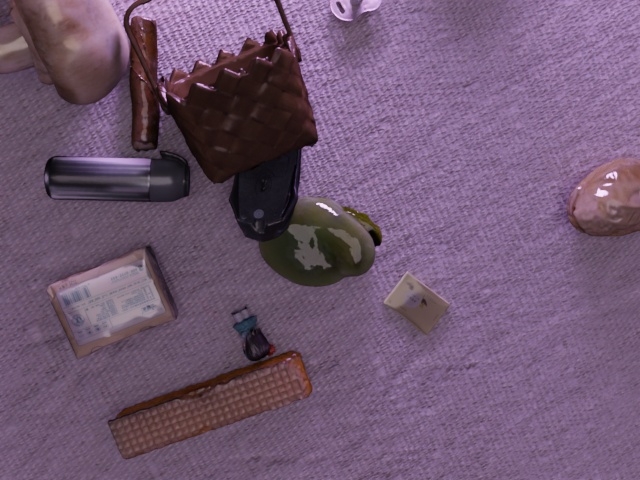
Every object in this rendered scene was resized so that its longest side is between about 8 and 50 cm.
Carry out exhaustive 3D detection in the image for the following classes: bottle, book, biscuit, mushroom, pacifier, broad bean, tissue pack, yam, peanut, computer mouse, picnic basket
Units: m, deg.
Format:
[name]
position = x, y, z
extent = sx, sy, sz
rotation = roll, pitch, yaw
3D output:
[bottle]
position = -0.363, -0.117, 1.656
extent = 0.254, 0.079, 0.096
rotation = 2, 91, -5
[book]
position = 0.185, 0.121, 1.771
extent = 0.111, 0.014, 0.077
rotation = 37, 92, -9
[biscuit]
position = -0.204, 0.311, 1.738
extent = 0.379, 0.054, 0.094
rotation = -19, 100, -3
[mushroom]
position = -0.456, -0.348, 1.541
extent = 0.234, 0.254, 0.260
rotation = -25, 57, -10
[pacifier]
position = 0.061, -0.444, 1.656
extent = 0.099, 0.078, 0.081
rotation = -28, 78, -1
[broad bean]
position = 0.000, 0.000, 1.698
extent = 0.228, 0.100, 0.169
rotation = -8, 90, -3
[tissue pack]
position = -0.375, 0.110, 1.677
extent = 0.196, 0.092, 0.148
rotation = -21, 98, -1
[yam]
position = -0.316, -0.279, 1.651
extent = 0.057, 0.057, 0.241
rotation = 1, 97, -6
[peanut]
position = 0.617, -0.082, 1.729
extent = 0.313, 0.149, 0.149
rotation = -3, 98, -5
[computer mouse]
position = -0.093, -0.096, 1.663
extent = 0.126, 0.071, 0.231
rotation = -4, 60, 12
[picnic basket]
position = -0.156, -0.287, 1.546
extent = 0.254, 0.291, 0.321
rotation = -24, 111, -1

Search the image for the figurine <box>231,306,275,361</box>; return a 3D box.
[figurine]
position = -0.129, 0.177, 1.736
extent = 0.060, 0.047, 0.105
rotation = -26, 92, -38
